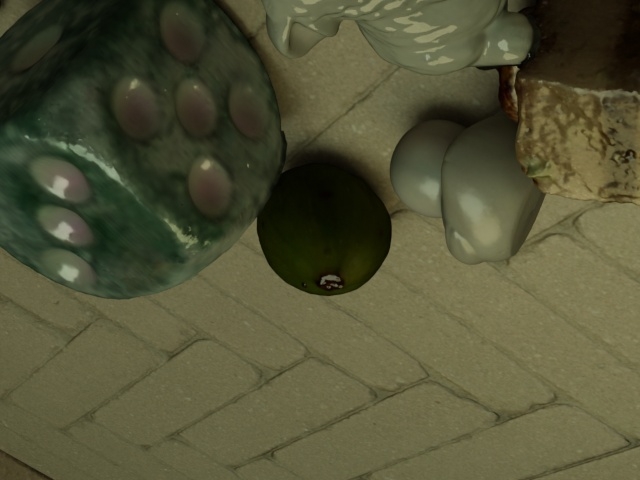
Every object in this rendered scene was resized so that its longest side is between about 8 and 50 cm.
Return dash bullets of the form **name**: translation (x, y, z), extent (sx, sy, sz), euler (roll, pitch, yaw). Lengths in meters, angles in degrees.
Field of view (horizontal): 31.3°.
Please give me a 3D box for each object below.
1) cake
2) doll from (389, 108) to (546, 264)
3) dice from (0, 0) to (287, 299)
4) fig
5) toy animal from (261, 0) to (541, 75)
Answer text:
- **cake**: translation (0.318, -0.169, 1.278), extent (0.292, 0.199, 0.196), euler (9, 146, 22)
- **doll**: translation (0.186, -0.086, 1.475), extent (0.221, 0.221, 0.251), euler (14, 177, 13)
- **dice**: translation (-0.270, -0.137, 1.533), extent (0.327, 0.330, 0.348), euler (-11, 135, 40)
- **fig**: translation (0.000, 0.000, 1.663), extent (0.202, 0.225, 0.203), euler (1, 126, 1)
- **toy animal**: translation (0.055, -0.269, 1.140), extent (0.357, 0.194, 0.257), euler (-1, 166, -43)
